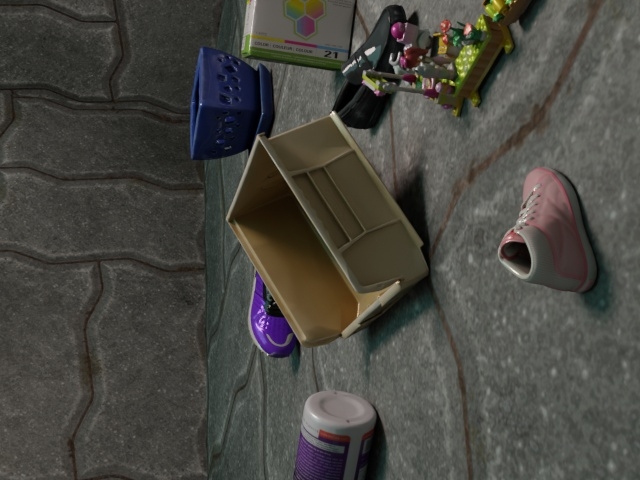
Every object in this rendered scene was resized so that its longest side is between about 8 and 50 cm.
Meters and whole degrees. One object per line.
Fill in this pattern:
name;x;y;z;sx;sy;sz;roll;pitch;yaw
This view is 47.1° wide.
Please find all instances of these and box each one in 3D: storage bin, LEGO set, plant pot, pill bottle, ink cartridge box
storage bin;0.000;0.000;1.044;0.260;0.123;0.262;58;154;12
LEGO set;0.127;-0.217;0.846;0.287;0.107;0.132;-173;87;-75
plant pot;-0.255;-0.378;2.098;0.236;0.212;0.236;115;155;-52
pill bottle;0.016;0.333;1.094;0.108;0.108;0.193;-127;44;-68
ink cartridge box;-0.036;-0.455;1.356;0.097;0.189;0.255;-140;56;-73

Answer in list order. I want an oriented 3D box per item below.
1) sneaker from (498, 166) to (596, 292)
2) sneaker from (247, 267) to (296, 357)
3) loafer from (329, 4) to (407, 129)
sneaker;0.187;-0.015;0.642;0.051;0.070;0.134;109;160;-49
sneaker;-0.093;0.100;1.576;0.146;0.102;0.293;118;153;-54
loafer;0.072;-0.258;1.116;0.223;0.078;0.076;113;156;-49
